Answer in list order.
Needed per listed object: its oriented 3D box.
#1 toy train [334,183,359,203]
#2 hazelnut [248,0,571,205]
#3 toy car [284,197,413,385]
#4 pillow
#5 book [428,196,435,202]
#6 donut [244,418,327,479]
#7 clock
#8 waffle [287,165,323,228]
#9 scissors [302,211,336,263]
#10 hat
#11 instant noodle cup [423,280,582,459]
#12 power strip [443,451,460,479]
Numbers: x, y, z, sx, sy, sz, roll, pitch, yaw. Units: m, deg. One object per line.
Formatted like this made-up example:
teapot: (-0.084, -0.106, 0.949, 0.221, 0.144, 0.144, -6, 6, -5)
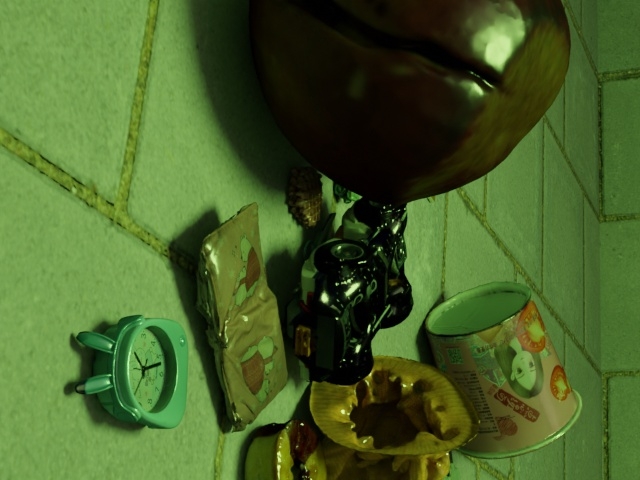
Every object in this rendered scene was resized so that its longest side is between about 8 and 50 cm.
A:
toy train: (0.048, -0.095, 1.653, 0.033, 0.053, 0.083, 22, 64, -64)
hazelnut: (0.106, -0.234, 1.447, 0.429, 0.402, 0.402, -30, 113, -55)
toy car: (0.038, 0.058, 1.505, 0.301, 0.118, 0.193, -47, 145, -54)
pillow: (-0.092, 0.090, 1.308, 0.135, 0.049, 0.248, -48, 133, -58)
book: (0.174, -0.155, 2.002, 0.172, 0.012, 0.118, 48, 43, -55)
donut: (-0.042, 0.279, 1.369, 0.140, 0.059, 0.140, -5, 90, -66)
clock: (-0.180, 0.124, 1.103, 0.147, 0.045, 0.108, 27, 60, -62)
waffle: (-0.019, -0.059, 1.527, 0.075, 0.029, 0.083, 46, 47, -55)
scissors: (0.000, 0.000, 1.574, 0.119, 0.014, 0.058, -66, 148, -43)
hat: (0.093, 0.311, 1.520, 0.233, 0.244, 0.233, -38, 134, -55)
instant noodle cup: (0.301, 0.214, 1.971, 0.243, 0.243, 0.231, -50, 123, -58)
power strip: (0.211, 0.442, 1.906, 0.198, 0.064, 0.213, -30, 113, -63)
